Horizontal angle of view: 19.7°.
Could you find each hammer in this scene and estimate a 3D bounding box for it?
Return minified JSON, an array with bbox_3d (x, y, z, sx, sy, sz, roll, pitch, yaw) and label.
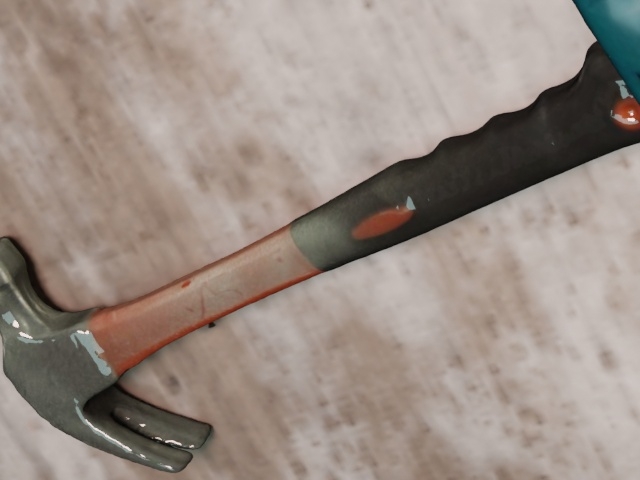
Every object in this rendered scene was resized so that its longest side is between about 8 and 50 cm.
[{"bbox_3d":[0.000,0.000,0.658,0.287,0.033,0.111,-26,106,28],"label":"hammer"}]

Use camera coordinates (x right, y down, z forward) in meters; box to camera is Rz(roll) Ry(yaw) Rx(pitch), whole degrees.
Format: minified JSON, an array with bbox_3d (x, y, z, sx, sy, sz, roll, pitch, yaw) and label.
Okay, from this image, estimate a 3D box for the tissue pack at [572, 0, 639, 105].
[{"bbox_3d":[0.218,-0.033,0.510,0.192,0.134,0.271,-29,106,29],"label":"tissue pack"}]
